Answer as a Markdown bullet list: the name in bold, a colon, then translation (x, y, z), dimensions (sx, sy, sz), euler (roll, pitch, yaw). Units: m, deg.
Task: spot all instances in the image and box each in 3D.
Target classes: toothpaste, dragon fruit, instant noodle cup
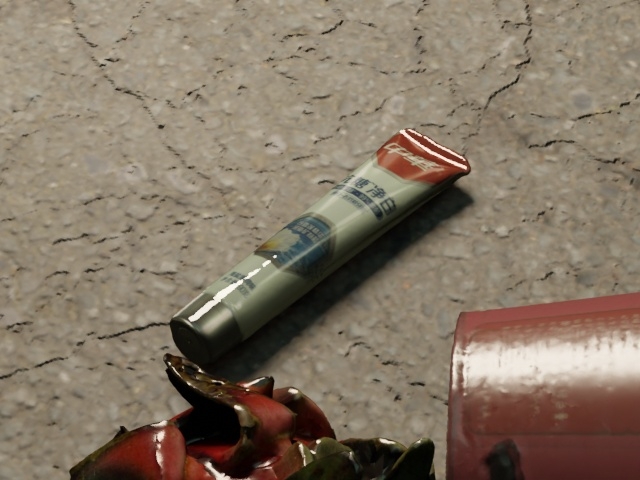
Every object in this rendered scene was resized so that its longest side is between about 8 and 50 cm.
- **toothpaste**: translation (0.000, 0.000, 1.255), dimensions (0.062, 0.039, 0.239), euler (31, 52, 29)
- **dragon fruit**: translation (-0.032, 0.171, 0.984), dimensions (0.193, 0.274, 0.192), euler (34, 29, -35)
- **instant noodle cup**: translation (0.161, 0.125, 1.046), dimensions (0.178, 0.235, 0.235), euler (1, 49, 8)
